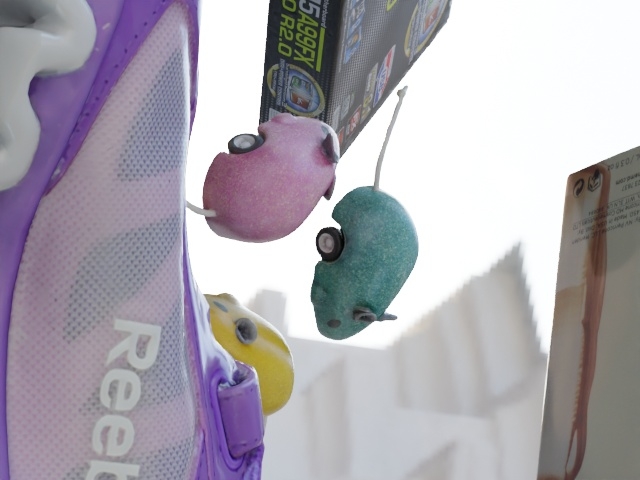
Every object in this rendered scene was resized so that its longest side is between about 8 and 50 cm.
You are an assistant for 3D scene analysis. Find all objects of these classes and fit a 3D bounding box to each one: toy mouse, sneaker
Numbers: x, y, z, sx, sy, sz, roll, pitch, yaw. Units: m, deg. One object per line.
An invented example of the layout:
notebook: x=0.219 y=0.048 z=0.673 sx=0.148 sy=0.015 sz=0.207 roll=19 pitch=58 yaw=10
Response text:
toy mouse: x=0.000 y=0.000 z=0.709 sx=0.031 sy=0.161 sz=0.143 roll=26 pitch=-112 yaw=37
sneaker: x=-0.055 y=0.015 z=0.377 sx=0.095 sy=0.104 sz=0.236 roll=2 pitch=-103 yaw=49

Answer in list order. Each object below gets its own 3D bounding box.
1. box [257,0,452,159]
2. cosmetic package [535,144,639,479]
box: x=0.038 y=-0.203 z=1.419 sx=0.216 sy=0.060 sz=0.270 roll=-52 pitch=161 yaw=-36
cosmetic package: x=0.248 y=0.095 z=1.339 sx=0.129 sy=0.153 sz=0.296 roll=-24 pitch=-128 yaw=57
